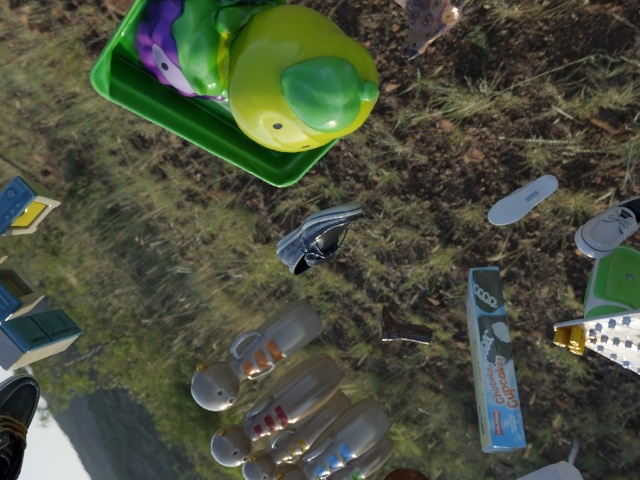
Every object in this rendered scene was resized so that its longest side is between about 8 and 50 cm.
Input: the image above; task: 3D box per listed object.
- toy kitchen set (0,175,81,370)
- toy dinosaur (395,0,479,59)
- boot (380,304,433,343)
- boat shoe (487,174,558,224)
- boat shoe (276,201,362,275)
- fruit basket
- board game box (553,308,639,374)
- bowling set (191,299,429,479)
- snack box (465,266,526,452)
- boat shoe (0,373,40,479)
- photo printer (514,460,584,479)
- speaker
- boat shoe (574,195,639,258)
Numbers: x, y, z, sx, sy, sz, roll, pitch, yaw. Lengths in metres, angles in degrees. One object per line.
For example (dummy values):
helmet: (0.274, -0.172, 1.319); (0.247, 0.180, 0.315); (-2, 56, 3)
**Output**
toy kitchen set: (-0.410, 0.039, 0.646); (0.207, 0.166, 0.122); (45, -176, 2)
toy dinosaur: (0.181, -0.458, 0.760); (0.200, 0.127, 0.295); (-128, 33, -63)
boot: (0.196, 0.192, 1.052); (0.114, 0.106, 0.037); (1, 129, 4)
boat shoe: (0.502, -0.102, 1.160); (0.066, 0.184, 0.063); (50, -172, 5)
boat shoe: (0.000, 0.000, 1.631); (0.500, 0.187, 0.155); (-35, 74, 53)
fruit basket: (-0.081, -0.212, 0.639); (0.283, 0.392, 0.392); (-42, 91, 24)
board game box: (0.757, 0.252, 0.926); (0.390, 0.050, 0.390); (28, 159, -4)
bowling set: (-0.006, 0.213, 0.441); (0.200, 0.154, 0.287); (43, 161, 39)
snack box: (0.330, 0.234, 0.896); (0.060, 0.321, 0.187); (-4, 153, 13)
boat shoe: (-0.356, 0.225, 0.518); (0.083, 0.183, 0.065); (-21, 123, 19)
photo printer: (0.429, 0.635, 0.944); (0.107, 0.256, 0.307); (28, 125, -22)
speaker: (0.777, 0.133, 1.209); (0.131, 0.296, 0.131); (21, 134, 23)
boat shoe: (0.739, -0.042, 1.148); (0.096, 0.268, 0.088); (54, 149, 28)
